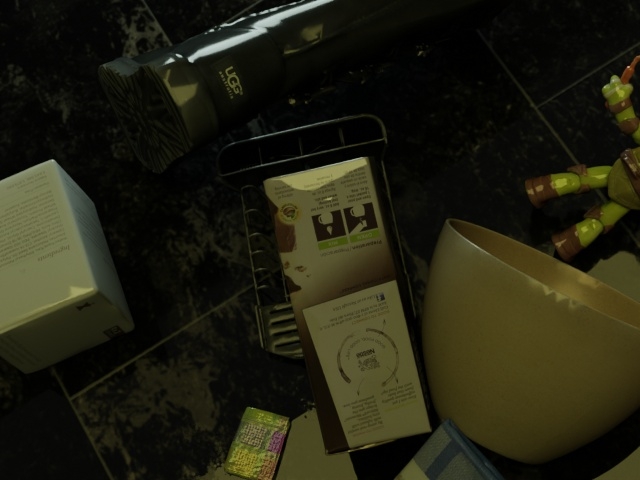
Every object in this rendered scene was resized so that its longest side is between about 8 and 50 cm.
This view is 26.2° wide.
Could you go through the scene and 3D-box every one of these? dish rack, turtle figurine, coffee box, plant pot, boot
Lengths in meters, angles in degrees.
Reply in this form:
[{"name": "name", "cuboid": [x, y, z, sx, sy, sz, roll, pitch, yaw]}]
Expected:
[{"name": "dish rack", "cuboid": [0.000, 0.000, 1.632, 0.208, 0.074, 0.271, -13, 69, 6]}, {"name": "turtle figurine", "cuboid": [0.357, -0.055, 1.550, 0.217, 0.087, 0.269, -27, 106, 19]}, {"name": "coffee box", "cuboid": [0.034, 0.064, 1.499, 0.119, 0.168, 0.297, -13, 92, 5]}, {"name": "plant pot", "cuboid": [0.220, 0.123, 1.463, 0.284, 0.284, 0.191, 29, 100, 18]}, {"name": "boot", "cuboid": [-0.019, -0.239, 1.654, 0.445, 0.367, 0.146, -29, 106, -17]}]

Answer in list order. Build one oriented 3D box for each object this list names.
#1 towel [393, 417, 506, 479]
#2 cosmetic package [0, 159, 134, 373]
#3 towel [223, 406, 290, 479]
[{"name": "towel", "cuboid": [0.119, 0.354, 1.425, 0.209, 0.034, 0.285, 47, 116, 28]}, {"name": "cosmetic package", "cuboid": [-0.334, 0.034, 1.638, 0.151, 0.151, 0.183, -23, 67, 2]}, {"name": "towel", "cuboid": [-0.073, 0.238, 1.594, 0.060, 0.009, 0.083, 13, 73, 15]}]
